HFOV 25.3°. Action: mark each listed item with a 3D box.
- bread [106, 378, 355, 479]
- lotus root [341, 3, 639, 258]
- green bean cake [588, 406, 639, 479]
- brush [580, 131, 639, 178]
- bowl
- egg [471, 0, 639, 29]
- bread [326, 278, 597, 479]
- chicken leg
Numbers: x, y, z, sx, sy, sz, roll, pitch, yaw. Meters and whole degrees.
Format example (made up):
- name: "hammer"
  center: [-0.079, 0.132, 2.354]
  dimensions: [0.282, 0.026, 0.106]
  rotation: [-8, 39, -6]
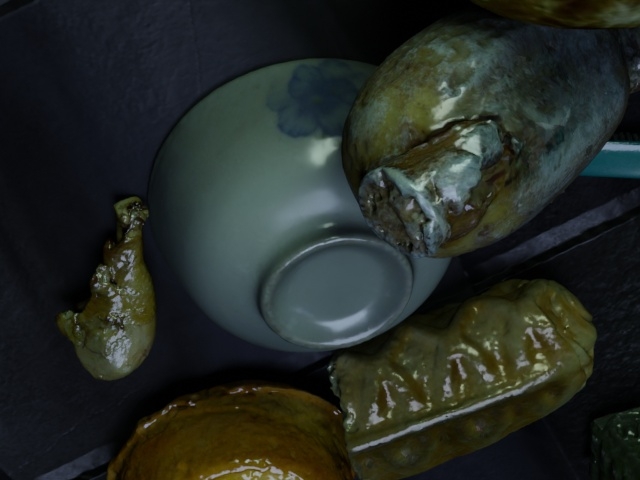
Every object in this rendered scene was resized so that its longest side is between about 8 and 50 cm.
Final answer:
- name: "bread"
  center: [-0.087, 0.256, 1.427]
  dimensions: [0.268, 0.145, 0.268]
  rotation: [-6, 126, -8]
- name: "lotus root"
  center: [0.143, -0.104, 1.136]
  dimensions: [0.349, 0.175, 0.175]
  rotation: [-34, 143, -38]
- name: "green bean cake"
  center: [0.389, 0.246, 1.512]
  dimensions: [0.173, 0.181, 0.094]
  rotation: [-9, 121, -6]
- name: "brush"
  center: [0.253, -0.081, 1.309]
  dimensions: [0.193, 0.032, 0.043]
  rotation: [3, 133, -1]
- name: "bowl"
  center: [0.000, 0.000, 1.235]
  dimensions: [0.289, 0.146, 0.289]
  rotation: [-7, 129, -9]
- name: "egg"
  center: [0.202, -0.265, 1.008]
  dimensions: [0.289, 0.238, 0.238]
  rotation: [-19, 132, 22]
- name: "bread"
  center: [0.142, 0.131, 1.389]
  dimensions: [0.268, 0.130, 0.152]
  rotation: [-21, 126, 3]
- name: "chicken leg"
  center: [-0.188, 0.043, 1.283]
  dimensions: [0.093, 0.070, 0.178]
  rotation: [8, 120, -12]
